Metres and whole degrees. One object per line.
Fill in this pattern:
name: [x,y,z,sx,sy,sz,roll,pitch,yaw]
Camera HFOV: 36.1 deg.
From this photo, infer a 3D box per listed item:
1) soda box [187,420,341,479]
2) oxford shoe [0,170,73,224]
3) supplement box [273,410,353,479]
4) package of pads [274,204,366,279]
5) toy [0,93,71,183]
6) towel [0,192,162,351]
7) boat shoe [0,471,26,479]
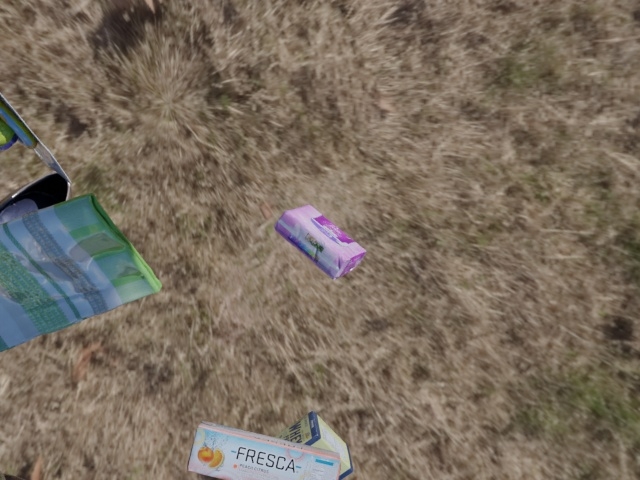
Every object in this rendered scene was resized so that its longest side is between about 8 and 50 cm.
soda box: [-0.068,0.273,1.213,0.183,0.063,0.058,14,86,0]
oxford shoe: [-0.436,0.045,1.249,0.130,0.133,0.363,32,51,-10]
supplement box: [-0.015,0.294,1.336,0.083,0.056,0.083,-36,114,10]
package of pads: [0.000,0.000,0.966,0.083,0.050,0.032,39,116,15]
toy: [-0.393,-0.153,1.140,0.056,0.237,0.137,-42,57,-15]
towel: [-0.214,0.029,0.753,0.152,0.023,0.113,-20,133,13]
boat shoe: [-0.317,0.288,0.931,0.123,0.342,0.123,12,58,-28]
